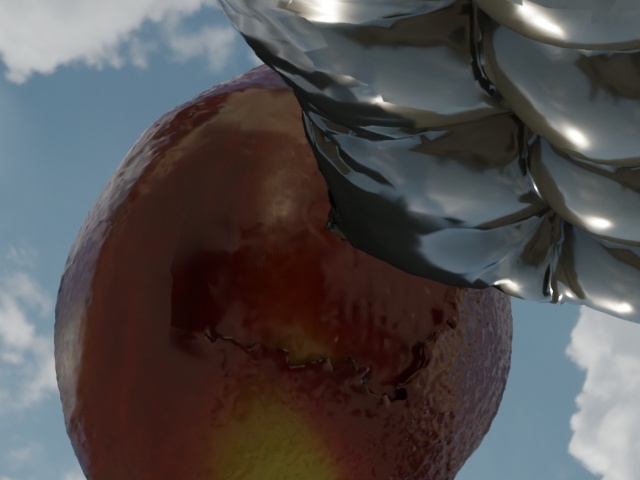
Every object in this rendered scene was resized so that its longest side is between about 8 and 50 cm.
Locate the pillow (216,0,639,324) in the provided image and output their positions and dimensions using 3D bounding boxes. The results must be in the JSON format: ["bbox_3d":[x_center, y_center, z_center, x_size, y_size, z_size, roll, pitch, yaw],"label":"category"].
[{"bbox_3d":[0.125,-0.050,0.360,0.326,0.228,0.101,13,-115,25],"label":"pillow"}]

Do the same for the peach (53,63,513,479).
[{"bbox_3d":[0.001,-0.001,0.573,0.189,0.068,0.279,21,-123,-8],"label":"peach"}]
